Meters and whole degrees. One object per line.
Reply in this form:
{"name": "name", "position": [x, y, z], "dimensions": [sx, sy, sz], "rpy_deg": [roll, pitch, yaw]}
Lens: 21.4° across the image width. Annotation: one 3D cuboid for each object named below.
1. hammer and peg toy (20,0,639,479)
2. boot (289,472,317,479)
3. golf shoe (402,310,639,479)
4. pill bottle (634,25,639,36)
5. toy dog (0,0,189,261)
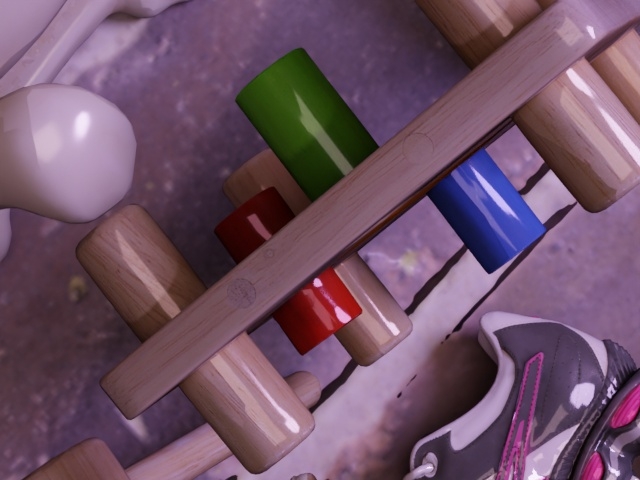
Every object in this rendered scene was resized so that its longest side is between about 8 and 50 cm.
{"name": "hammer and peg toy", "position": [0.000, 0.000, 0.787], "dimensions": [0.361, 0.266, 0.127], "rpy_deg": [-39, 88, 20]}
{"name": "boot", "position": [-0.074, 0.196, 0.845], "dimensions": [0.165, 0.213, 0.077], "rpy_deg": [-1, 47, -7]}
{"name": "golf shoe", "position": [0.088, 0.170, 0.925], "dimensions": [0.120, 0.105, 0.273], "rpy_deg": [28, 76, 9]}
{"name": "pill bottle", "position": [0.238, -0.234, 0.930], "dimensions": [0.283, 0.161, 0.161], "rpy_deg": [-39, 93, -10]}
{"name": "toy dog", "position": [-0.198, -0.184, 0.730], "dimensions": [0.284, 0.408, 0.395], "rpy_deg": [-45, 94, -10]}
